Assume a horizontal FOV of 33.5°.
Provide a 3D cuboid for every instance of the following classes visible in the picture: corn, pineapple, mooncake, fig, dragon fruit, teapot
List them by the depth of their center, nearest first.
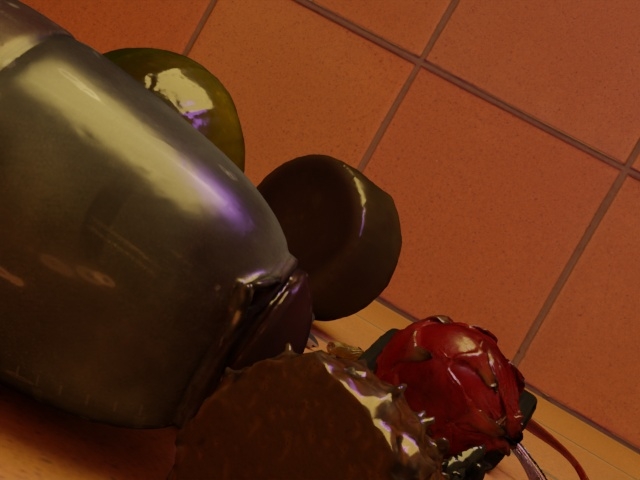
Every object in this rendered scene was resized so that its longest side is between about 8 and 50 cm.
[{"bbox_3d":[0.024,0.168,0.698,0.165,0.165,0.364,30,-5,20],"label":"pineapple"},{"bbox_3d":[-0.162,0.026,0.768,0.312,0.233,0.315,34,-26,2],"label":"teapot"},{"bbox_3d":[0.155,0.179,1.304,0.209,0.172,0.172,30,2,41],"label":"dragon fruit"},{"bbox_3d":[-0.272,-0.119,1.469,0.316,0.316,0.316,29,3,-2],"label":"fig"},{"bbox_3d":[0.041,0.174,1.668,0.027,0.028,0.083,4,-15,41],"label":"corn"},{"bbox_3d":[0.000,0.000,1.861,0.284,0.284,0.155,32,-2,42],"label":"mooncake"}]

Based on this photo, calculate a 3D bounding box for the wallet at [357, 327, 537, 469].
[{"bbox_3d":[0.170,0.208,1.486,0.245,0.052,0.168,27,37,18],"label":"wallet"}]

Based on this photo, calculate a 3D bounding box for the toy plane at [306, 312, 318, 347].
[{"bbox_3d":[-0.088,0.091,1.565,0.226,0.058,0.226,28,-13,-20],"label":"toy plane"}]

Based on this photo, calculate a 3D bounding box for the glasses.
[{"bbox_3d":[0.300,0.275,1.591,0.268,0.118,0.234,32,2,43],"label":"glasses"}]
